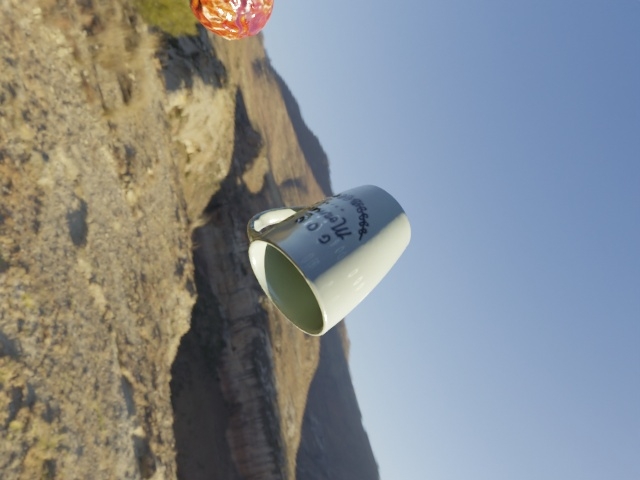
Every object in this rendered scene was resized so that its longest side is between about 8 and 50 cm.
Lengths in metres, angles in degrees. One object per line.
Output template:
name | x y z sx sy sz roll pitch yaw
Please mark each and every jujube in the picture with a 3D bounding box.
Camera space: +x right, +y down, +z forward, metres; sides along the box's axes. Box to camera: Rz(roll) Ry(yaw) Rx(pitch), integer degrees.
jujube | -0.197 -0.556 1.276 0.290 0.197 0.197 80 -7 -65

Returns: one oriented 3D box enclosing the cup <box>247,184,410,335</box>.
cup | 0.000 0.000 1.033 0.258 0.234 0.186 32 -34 34
